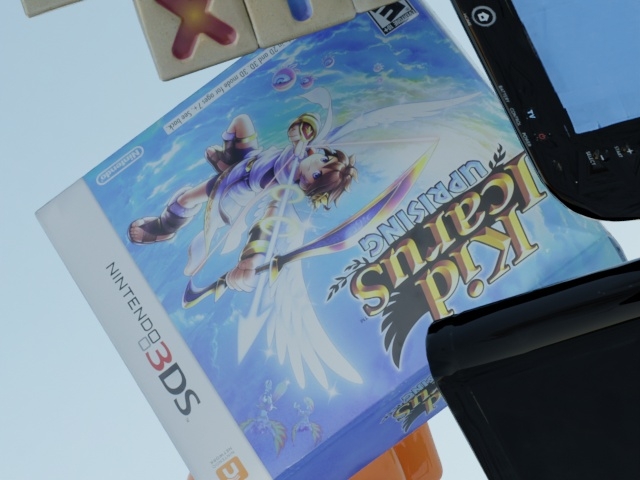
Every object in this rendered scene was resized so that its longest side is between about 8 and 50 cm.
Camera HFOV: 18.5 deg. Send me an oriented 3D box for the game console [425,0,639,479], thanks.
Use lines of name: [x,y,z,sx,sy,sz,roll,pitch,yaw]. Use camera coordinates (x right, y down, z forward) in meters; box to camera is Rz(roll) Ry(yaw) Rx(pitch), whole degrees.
game console: [0.114,-0.025,0.690,0.044,0.213,0.361,-84,-31,-53]

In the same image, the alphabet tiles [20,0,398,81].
alphabet tiles: [-0.063,-0.274,1.083,0.285,0.343,0.011,-19,-3,-4]

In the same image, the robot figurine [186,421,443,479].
robot figurine: [-0.015,0.197,1.562,0.219,0.158,0.128,-25,-28,-14]

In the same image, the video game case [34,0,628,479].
video game case: [0.000,0.000,1.147,0.269,0.244,0.061,-37,-29,3]
